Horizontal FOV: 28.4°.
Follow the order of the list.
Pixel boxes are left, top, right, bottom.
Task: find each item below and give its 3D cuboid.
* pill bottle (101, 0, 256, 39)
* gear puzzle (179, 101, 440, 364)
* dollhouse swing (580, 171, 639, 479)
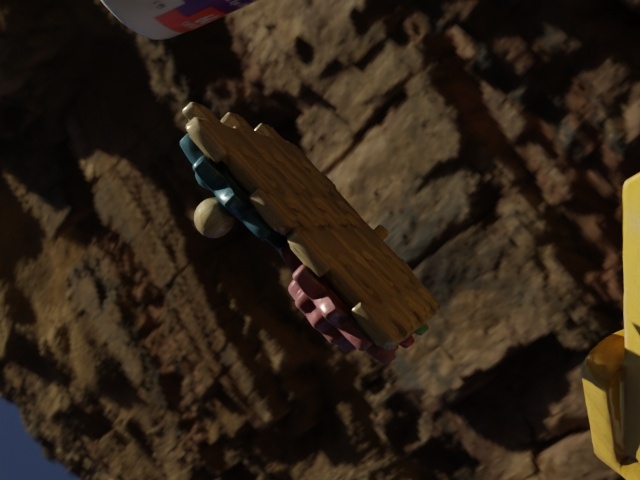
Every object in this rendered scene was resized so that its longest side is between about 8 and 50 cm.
[{"bbox_3d":[-0.004,-0.162,0.496,0.108,0.193,0.108,56,-157,-37],"label":"pill bottle"},{"bbox_3d":[0.000,0.000,0.803,0.175,0.044,0.339,48,-171,7],"label":"gear puzzle"},{"bbox_3d":[0.384,0.086,0.815,0.315,0.305,0.347,-16,-147,-32],"label":"dollhouse swing"}]
